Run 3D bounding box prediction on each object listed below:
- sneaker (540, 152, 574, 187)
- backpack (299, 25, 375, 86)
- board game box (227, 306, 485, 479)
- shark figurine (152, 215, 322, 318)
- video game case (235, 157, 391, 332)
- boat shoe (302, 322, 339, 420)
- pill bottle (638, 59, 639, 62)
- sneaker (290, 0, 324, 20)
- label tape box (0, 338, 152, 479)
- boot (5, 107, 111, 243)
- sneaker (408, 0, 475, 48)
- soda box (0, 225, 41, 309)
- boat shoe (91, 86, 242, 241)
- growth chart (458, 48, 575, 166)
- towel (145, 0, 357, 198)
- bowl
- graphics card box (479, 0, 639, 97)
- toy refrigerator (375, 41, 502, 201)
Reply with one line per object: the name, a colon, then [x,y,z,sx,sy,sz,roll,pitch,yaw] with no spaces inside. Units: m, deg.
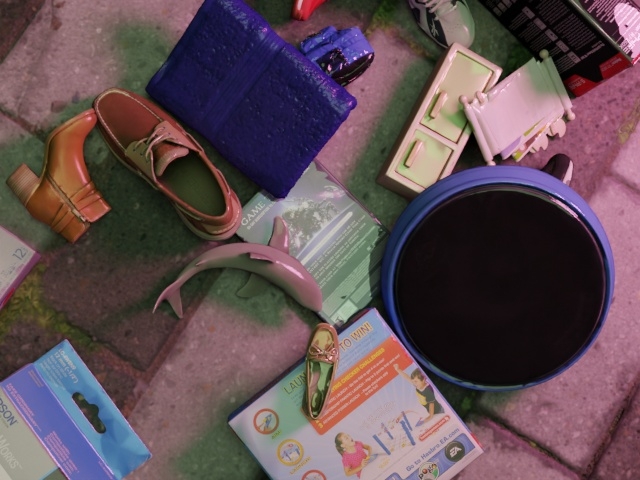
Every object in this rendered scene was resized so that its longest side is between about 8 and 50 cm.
sneaker: [0.334,-0.052,1.740,0.124,0.107,0.283,33,81,1]
backpack: [0.028,-0.319,1.716,0.120,0.098,0.101,-29,88,-10]
board game box: [0.056,0.321,1.650,0.308,0.086,0.302,-37,91,-5]
shark figurine: [-0.137,0.043,1.631,0.278,0.116,0.166,-3,89,-5]
video game case: [0.000,0.000,1.718,0.274,0.026,0.196,45,80,-2]
boat shoe: [0.000,0.208,1.581,0.056,0.048,0.153,12,87,-4]
pill bottle: [0.560,-0.352,1.834,0.083,0.043,0.043,13,83,-8]
sneaker: [0.046,-0.459,1.740,0.128,0.087,0.221,29,82,-4]
label tape box: [-0.478,0.355,1.561,0.348,0.115,0.249,-36,91,-9]
boot: [-0.400,-0.106,1.639,0.152,0.073,0.197,44,94,-3]
sneaker: [0.195,-0.428,1.708,0.094,0.153,0.235,-23,101,10]
soda box: [-0.569,0.110,1.577,0.091,0.098,0.286,36,81,-6]
boat shoe: [-0.250,-0.139,1.637,0.324,0.116,0.123,43,79,4]
growth chart: [0.353,-0.225,1.747,0.237,0.021,0.172,-33,115,-25]
towel: [-0.114,-0.245,1.663,0.308,0.076,0.227,40,110,2]
bowl: [0.296,0.070,1.657,0.391,0.077,0.391,1,104,4]
graphics card box: [0.385,-0.428,1.717,0.371,0.233,0.094,43,81,-2]
toy refrigerator: [0.207,-0.201,1.736,0.102,0.094,0.269,29,81,-6]
